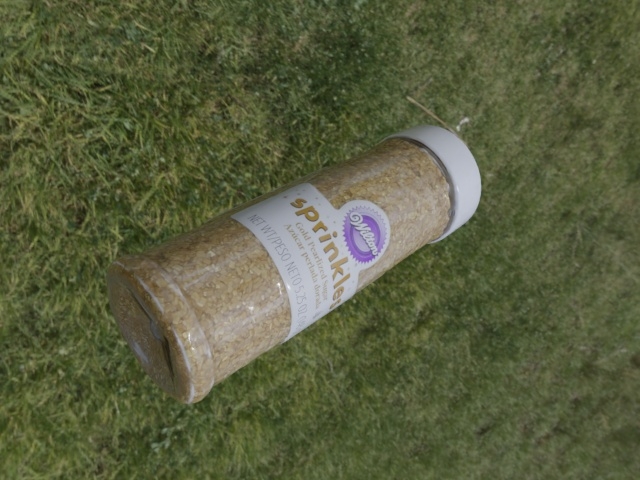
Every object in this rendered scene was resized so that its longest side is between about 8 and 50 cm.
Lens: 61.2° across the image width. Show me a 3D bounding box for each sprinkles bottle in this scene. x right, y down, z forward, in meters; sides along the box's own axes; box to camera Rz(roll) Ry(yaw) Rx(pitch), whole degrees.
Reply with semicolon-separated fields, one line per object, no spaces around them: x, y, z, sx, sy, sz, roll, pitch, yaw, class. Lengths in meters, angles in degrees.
0.000;0.000;0.486;0.355;0.121;0.121;-29;140;-35;sprinkles bottle
